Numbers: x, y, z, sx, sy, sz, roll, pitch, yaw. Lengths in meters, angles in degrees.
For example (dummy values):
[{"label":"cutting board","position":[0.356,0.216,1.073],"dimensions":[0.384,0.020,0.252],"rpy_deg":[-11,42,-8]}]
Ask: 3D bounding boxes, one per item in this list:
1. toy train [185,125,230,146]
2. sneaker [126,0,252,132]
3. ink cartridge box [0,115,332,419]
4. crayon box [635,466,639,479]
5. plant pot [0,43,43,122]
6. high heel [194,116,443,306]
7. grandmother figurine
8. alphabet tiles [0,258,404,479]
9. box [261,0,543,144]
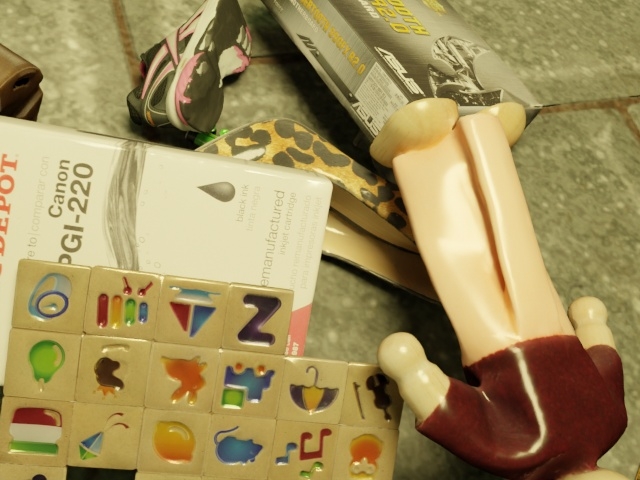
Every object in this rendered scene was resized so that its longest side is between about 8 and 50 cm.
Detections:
[{"label":"toy train","position":[-0.077,-0.079,0.634],"dimensions":[0.083,0.017,0.024],"rpy_deg":[25,67,1]},{"label":"sneaker","position":[-0.116,-0.161,0.644],"dimensions":[0.077,0.072,0.178],"rpy_deg":[-1,41,18]},{"label":"ink cartridge box","position":[-0.115,0.016,0.481],"dimensions":[0.217,0.092,0.159],"rpy_deg":[9,95,-8]},{"label":"crayon box","position":[0.271,0.265,0.484],"dimensions":[0.165,0.081,0.278],"rpy_deg":[34,57,6]},{"label":"plant pot","position":[-0.295,-0.105,0.512],"dimensions":[0.165,0.167,0.167],"rpy_deg":[27,56,-7]},{"label":"high heel","position":[0.000,0.000,0.560],"dimensions":[0.261,0.093,0.186],"rpy_deg":[-16,63,-27]},{"label":"grandmother figurine","position":[0.128,0.072,0.475],"dimensions":[0.207,0.104,0.343],"rpy_deg":[-8,68,-25]},{"label":"alphabet tiles","position":[-0.068,0.122,0.450],"dimensions":[0.237,0.009,0.198],"rpy_deg":[8,95,-12]},{"label":"box","position":[0.065,-0.177,0.667],"dimensions":[0.183,0.056,0.231],"rpy_deg":[-9,56,-42]}]
